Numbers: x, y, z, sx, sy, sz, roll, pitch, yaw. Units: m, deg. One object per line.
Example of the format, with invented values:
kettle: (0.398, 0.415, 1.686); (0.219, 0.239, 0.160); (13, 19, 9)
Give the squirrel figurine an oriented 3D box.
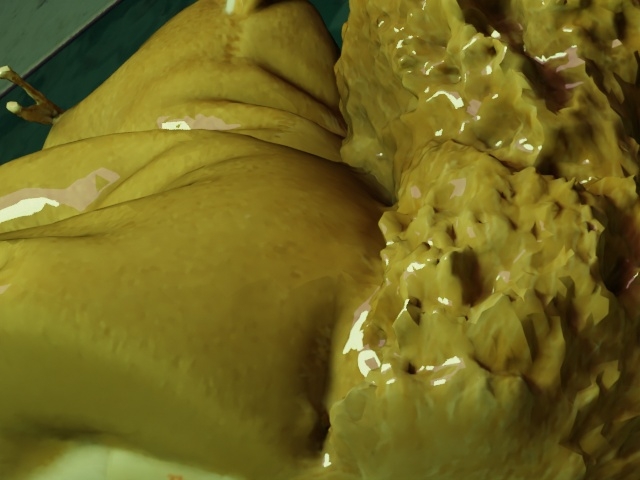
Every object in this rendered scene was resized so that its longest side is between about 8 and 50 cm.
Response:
squirrel figurine: (0.000, 0.000, 0.817); (0.397, 0.281, 0.370); (-21, 28, 22)
